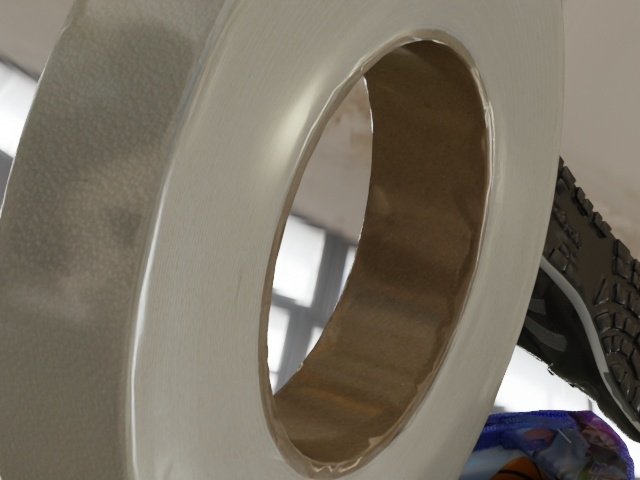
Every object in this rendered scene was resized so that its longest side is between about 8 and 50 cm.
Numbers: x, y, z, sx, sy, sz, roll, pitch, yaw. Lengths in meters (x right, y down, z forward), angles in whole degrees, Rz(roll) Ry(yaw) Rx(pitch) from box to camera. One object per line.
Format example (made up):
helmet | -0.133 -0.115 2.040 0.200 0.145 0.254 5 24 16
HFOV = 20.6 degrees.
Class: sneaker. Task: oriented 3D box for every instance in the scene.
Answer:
sneaker | 0.177 0.043 1.381 0.124 0.107 0.283 -17 -66 43

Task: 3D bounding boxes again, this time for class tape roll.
tape roll | 0.000 0.000 0.802 0.072 0.392 0.392 15 -62 27

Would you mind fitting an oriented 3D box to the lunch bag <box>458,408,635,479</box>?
lunch bag | 0.033 0.298 1.091 0.385 0.239 0.327 -34 -33 -19
